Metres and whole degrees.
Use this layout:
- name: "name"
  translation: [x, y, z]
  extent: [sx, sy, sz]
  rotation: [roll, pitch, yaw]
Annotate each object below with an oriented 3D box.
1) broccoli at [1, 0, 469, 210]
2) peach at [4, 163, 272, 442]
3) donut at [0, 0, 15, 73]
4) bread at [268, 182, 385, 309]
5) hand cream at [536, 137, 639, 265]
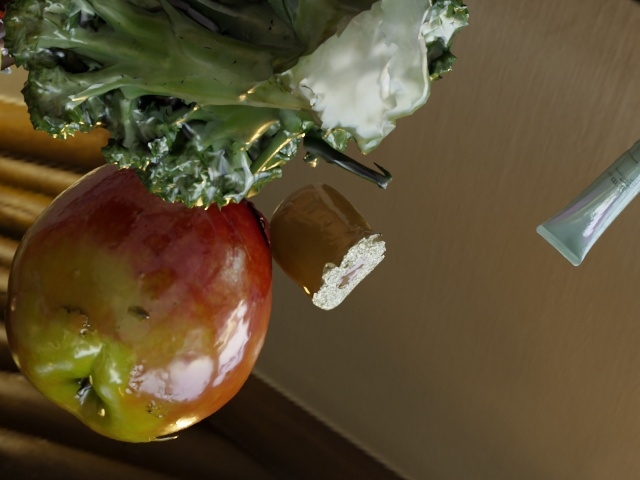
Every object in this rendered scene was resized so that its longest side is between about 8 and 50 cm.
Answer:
- name: "broccoli"
  translation: [-0.032, -0.147, 0.721]
  extent: [0.321, 0.304, 0.283]
  rotation: [-44, -141, -1]
- name: "peach"
  translation: [-0.222, 0.070, 1.419]
  extent: [0.369, 0.370, 0.370]
  rotation: [5, -134, -5]
- name: "donut"
  translation: [-0.335, -0.337, 1.121]
  extent: [0.136, 0.345, 0.259]
  rotation: [39, -109, 20]
- name: "bread"
  translation: [-0.001, 0.000, 1.464]
  extent: [0.134, 0.085, 0.173]
  rotation: [-48, -130, 1]
- name: "hand cream"
  translation: [0.386, -0.058, 1.463]
  extent: [0.078, 0.205, 0.050]
  rotation: [41, -152, 3]
